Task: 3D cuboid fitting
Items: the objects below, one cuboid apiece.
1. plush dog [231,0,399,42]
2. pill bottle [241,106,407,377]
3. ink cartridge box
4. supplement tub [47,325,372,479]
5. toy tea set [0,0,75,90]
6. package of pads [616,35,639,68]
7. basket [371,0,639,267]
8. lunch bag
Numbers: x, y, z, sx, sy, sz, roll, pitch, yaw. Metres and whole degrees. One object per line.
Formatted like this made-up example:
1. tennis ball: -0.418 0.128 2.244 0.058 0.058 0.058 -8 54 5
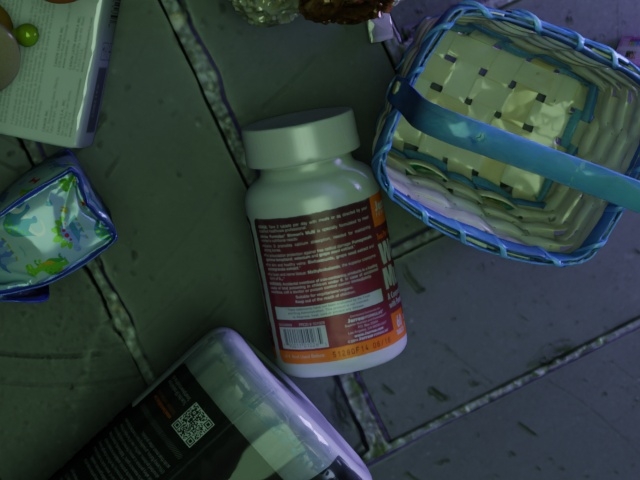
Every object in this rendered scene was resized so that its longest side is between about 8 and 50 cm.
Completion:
1. plush dog: 0.064 -0.265 1.465 0.211 0.225 0.262 27 94 -12
2. pill bottle: 0.000 0.000 1.552 0.121 0.121 0.221 -12 101 -7
3. ink cartridge box: -0.294 -0.194 1.519 0.232 0.066 0.189 13 98 10
4. supplement tub: -0.137 0.254 1.527 0.338 0.207 0.207 -42 103 -1
5. toy tea set: -0.338 -0.224 1.440 0.336 0.124 0.200 3 132 -12
6. package of pads: 0.306 -0.166 1.595 0.050 0.083 0.032 19 91 -15
7. basket: 0.175 -0.082 1.481 0.255 0.289 0.201 21 95 -12
8. lunch bag: -0.255 0.000 1.506 0.151 0.129 0.096 -31 102 -4
